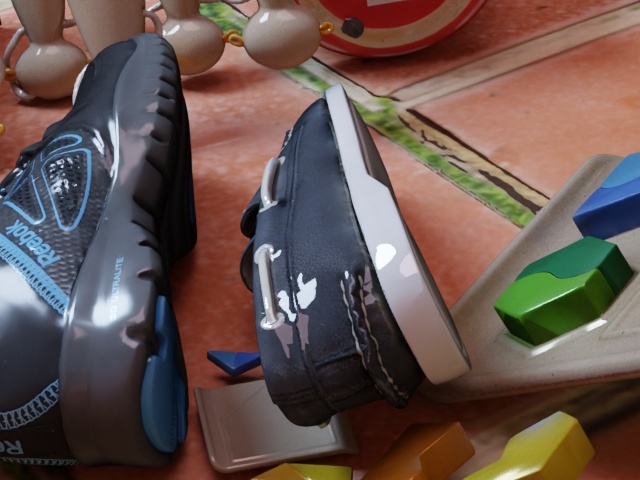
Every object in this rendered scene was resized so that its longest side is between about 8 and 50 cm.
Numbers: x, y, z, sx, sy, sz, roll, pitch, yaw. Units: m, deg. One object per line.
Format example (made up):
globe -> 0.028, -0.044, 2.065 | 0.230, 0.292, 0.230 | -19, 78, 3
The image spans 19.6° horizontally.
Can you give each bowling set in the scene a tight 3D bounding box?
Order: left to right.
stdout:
bowling set -> -0.129, -0.150, 1.219 | 0.287, 0.154, 0.200 | -9, 10, 6

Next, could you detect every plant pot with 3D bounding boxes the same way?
plant pot -> 0.029, -0.230, 1.258 | 0.191, 0.191, 0.174 | -6, 37, -1

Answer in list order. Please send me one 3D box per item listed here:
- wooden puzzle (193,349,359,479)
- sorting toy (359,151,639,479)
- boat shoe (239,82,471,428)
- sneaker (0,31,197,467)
wooden puzzle -> -0.022, 0.090, 0.906 | 0.079, 0.014, 0.116 | -1, 31, -4
sorting toy -> 0.145, 0.024, 0.867 | 0.229, 0.041, 0.307 | -9, 28, 48
boat shoe -> 0.000, 0.000, 0.951 | 0.091, 0.114, 0.302 | -25, 16, 3
sneaker -> -0.138, -0.010, 0.981 | 0.140, 0.125, 0.341 | -4, 31, 3
